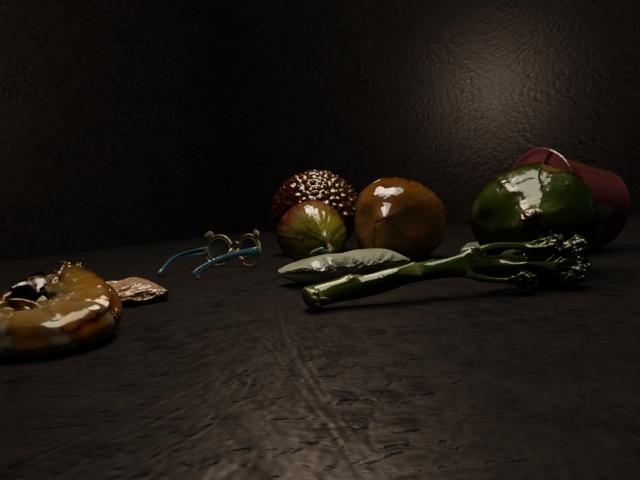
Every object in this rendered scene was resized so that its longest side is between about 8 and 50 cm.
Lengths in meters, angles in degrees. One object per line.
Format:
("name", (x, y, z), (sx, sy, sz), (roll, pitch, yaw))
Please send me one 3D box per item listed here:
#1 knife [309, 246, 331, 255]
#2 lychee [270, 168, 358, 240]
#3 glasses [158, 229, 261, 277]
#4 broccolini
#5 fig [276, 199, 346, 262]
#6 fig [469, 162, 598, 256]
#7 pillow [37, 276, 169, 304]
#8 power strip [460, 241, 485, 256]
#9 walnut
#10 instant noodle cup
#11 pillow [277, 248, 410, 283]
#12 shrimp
("knife", (0.004, 0.022, 0.842), (0.027, 0.010, 0.096), (-25, -10, 12))
("lychee", (-0.010, -0.078, 1.362), (0.267, 0.268, 0.267), (-4, 4, 0))
("glasses", (-0.262, 0.057, 1.098), (0.189, 0.088, 0.220), (-1, 25, 31))
("broccolini", (0.174, 0.058, 0.605), (0.392, 0.079, 0.074), (-12, 15, -7))
("fig", (-0.005, 0.010, 1.019), (0.160, 0.143, 0.231), (-1, 37, -21))
("fig", (0.339, -0.028, 0.742), (0.195, 0.195, 0.245), (-2, 15, 26))
("pillow", (-0.368, 0.088, 0.717), (0.232, 0.043, 0.126), (-4, 8, -35))
("power strip", (0.338, 0.024, 1.004), (0.047, 0.030, 0.191), (-3, 3, 23))
("walnut", (0.172, -0.047, 1.009), (0.203, 0.203, 0.298), (-3, -4, 19))
("instant noodle cup", (0.542, -0.078, 1.020), (0.178, 0.235, 0.235), (5, 1, -15))
("pillow", (0.045, 0.044, 0.837), (0.229, 0.051, 0.128), (-6, 3, -37))
("shrimp", (-0.337, 0.076, 0.566), (0.152, 0.063, 0.287), (-13, 17, -30))
